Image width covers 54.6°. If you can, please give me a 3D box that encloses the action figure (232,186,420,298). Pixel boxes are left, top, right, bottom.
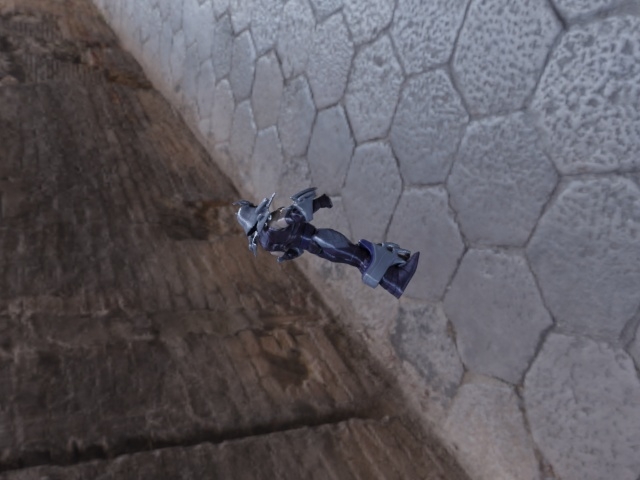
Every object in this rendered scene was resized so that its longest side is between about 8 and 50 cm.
[{"bbox_3d":[0.000,0.000,0.935,0.185,0.285,0.099,118,173,-73],"label":"action figure"}]
